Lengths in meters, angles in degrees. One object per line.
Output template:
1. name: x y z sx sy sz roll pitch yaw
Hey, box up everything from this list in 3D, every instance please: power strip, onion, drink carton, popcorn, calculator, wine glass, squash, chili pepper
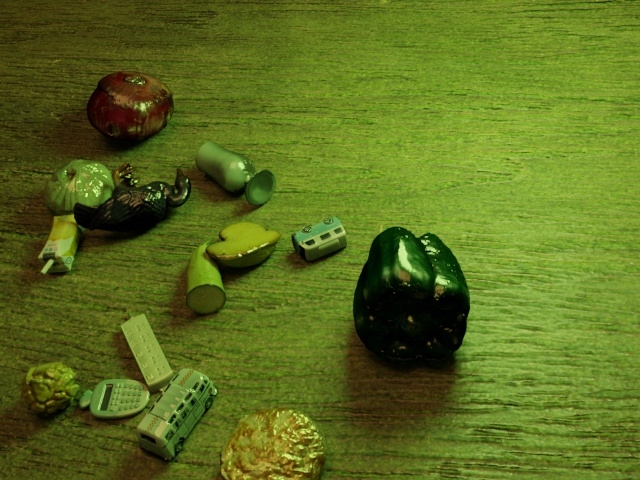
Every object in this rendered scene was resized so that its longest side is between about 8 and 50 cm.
1. power strip: -0.392 0.240 1.872 0.060 0.027 0.253 -27 48 -12
2. onion: -0.540 -0.386 2.383 0.246 0.190 0.246 5 38 -4
3. drink carton: -0.656 0.027 2.101 0.084 0.074 0.200 -3 48 10
4. popcorn: -0.585 0.317 1.800 0.121 0.116 0.106 -62 29 -5
5. calculator: -0.442 0.340 1.794 0.153 0.021 0.095 -4 47 9
6. wine glass: -0.226 -0.179 2.176 0.103 0.103 0.231 -40 47 -23
7. squash: -0.268 0.070 1.977 0.094 0.094 0.224 -11 38 3
8. chili pepper: 0.187 0.109 1.730 0.233 0.249 0.257 14 41 -12

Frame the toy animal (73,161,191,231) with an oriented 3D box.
1. toy animal: -0.480 -0.104 2.144 0.298 0.122 0.185 -29 59 -23

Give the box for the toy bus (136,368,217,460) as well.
1. toy bus: -0.294 0.346 1.709 0.087 0.089 0.194 17 52 26

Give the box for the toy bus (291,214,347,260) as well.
1. toy bus: 0.000 0.000 1.984 0.123 0.060 0.075 -23 50 -11

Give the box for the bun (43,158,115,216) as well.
1. bun: -0.645 -0.143 2.231 0.195 0.118 0.195 -8 43 8

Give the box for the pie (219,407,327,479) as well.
1. pie: -0.090 0.412 1.602 0.205 0.084 0.179 0 49 10

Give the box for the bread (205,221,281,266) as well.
1. bread: -0.196 0.014 2.010 0.187 0.065 0.149 -24 38 -33
